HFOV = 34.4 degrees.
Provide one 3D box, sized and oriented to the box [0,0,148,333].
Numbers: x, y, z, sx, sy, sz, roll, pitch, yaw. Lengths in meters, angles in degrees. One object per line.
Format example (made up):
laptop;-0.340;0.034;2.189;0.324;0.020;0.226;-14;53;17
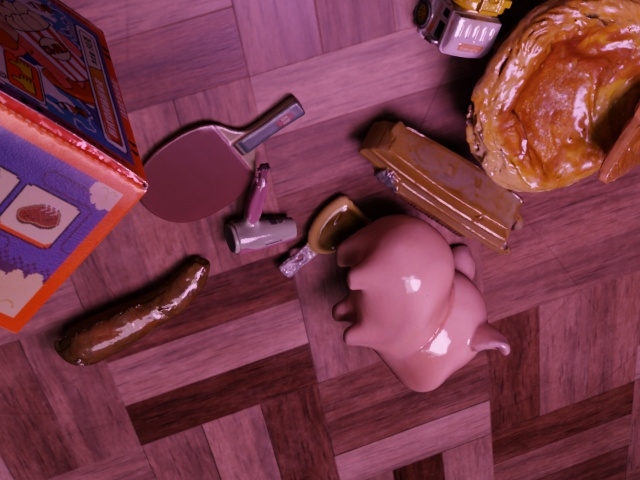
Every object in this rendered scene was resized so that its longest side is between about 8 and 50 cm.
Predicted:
box;-0.410;-0.142;1.151;0.319;0.348;0.257;31;111;-37

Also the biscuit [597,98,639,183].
biscuit;0.488;-0.173;1.540;0.250;0.035;0.162;-46;146;-20

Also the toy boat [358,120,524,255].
toy boat;0.190;-0.077;1.599;0.310;0.115;0.089;29;69;-17

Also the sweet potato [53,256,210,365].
sweet potato;-0.282;0.116;1.605;0.273;0.075;0.075;-29;133;-1

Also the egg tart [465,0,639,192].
egg tart;0.353;-0.235;1.528;0.352;0.150;0.352;-16;134;-18

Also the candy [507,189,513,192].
candy;0.229;-0.082;1.681;0.201;0.060;0.060;13;121;-21

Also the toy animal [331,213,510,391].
toy animal;0.153;0.095;1.675;0.269;0.237;0.326;-7;135;-9

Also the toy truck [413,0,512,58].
toy truck;0.215;-0.357;1.398;0.098;0.114;0.226;4;126;-26

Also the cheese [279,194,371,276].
cheese;0.000;-0.001;1.650;0.162;0.036;0.086;-39;130;10

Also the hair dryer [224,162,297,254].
hair dryer;-0.087;-0.050;1.557;0.106;0.054;0.154;-13;136;-19

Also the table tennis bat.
table tennis bat;-0.142;-0.122;1.503;0.274;0.021;0.154;-34;133;7
